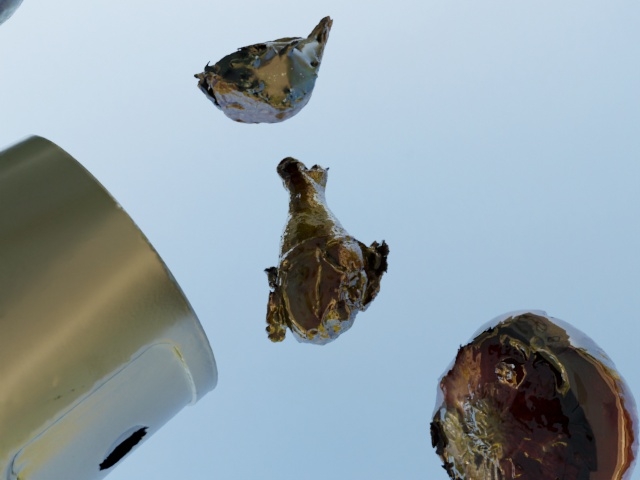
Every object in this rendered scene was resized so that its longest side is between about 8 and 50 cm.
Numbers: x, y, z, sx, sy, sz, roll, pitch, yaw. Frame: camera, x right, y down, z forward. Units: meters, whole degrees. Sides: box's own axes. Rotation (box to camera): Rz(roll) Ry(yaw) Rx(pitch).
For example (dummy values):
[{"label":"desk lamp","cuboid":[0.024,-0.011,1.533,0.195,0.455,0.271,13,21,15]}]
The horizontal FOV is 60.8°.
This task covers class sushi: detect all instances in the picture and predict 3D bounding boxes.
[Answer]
[{"label":"sushi","cuboid":[-0.072,-0.287,0.941,0.287,0.140,0.149,-27,-125,-15]}]

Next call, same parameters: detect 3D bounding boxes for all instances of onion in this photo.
[{"label":"onion","cuboid":[0.284,0.226,0.711,0.272,0.195,0.272,-19,-115,49]}]

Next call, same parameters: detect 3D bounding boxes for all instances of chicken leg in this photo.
[{"label":"chicken leg","cuboid":[0.012,0.003,0.952,0.212,0.140,0.361,5,-118,-2]}]

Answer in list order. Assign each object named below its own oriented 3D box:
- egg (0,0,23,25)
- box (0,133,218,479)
[{"label":"egg","cuboid":[-0.418,-0.316,0.512,0.238,0.289,0.238,0,-90,15]},{"label":"box","cuboid":[-0.200,0.064,0.369,0.226,0.226,0.149,28,-127,33]}]
